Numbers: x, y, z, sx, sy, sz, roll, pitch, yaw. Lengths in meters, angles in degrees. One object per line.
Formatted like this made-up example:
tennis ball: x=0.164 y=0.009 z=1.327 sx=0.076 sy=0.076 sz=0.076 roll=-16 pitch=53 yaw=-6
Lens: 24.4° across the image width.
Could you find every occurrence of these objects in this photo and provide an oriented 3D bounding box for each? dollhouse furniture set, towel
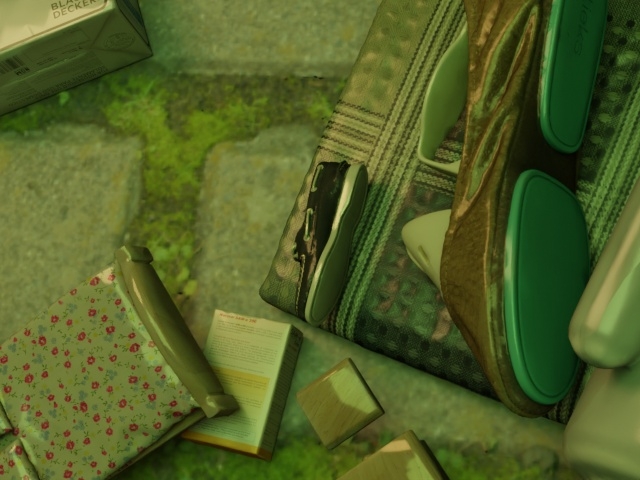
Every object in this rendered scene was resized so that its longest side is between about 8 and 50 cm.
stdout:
dollhouse furniture set: x=-0.135 y=0.105 z=0.984 sx=0.303 sy=0.174 sz=0.355 roll=-36 pitch=77 yaw=12
towel: x=0.150 y=-0.047 z=1.075 sx=0.312 sy=0.056 sz=0.324 roll=20 pitch=81 yaw=23

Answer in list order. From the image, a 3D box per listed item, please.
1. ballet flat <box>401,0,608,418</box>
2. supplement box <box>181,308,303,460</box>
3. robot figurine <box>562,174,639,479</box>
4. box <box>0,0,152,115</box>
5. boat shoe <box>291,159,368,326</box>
ballet flat: x=0.118 y=-0.046 z=1.004 sx=0.124 sy=0.116 sz=0.342 roll=-7 pitch=69 yaw=38
supplement box: x=-0.056 y=0.105 z=1.079 sx=0.062 sy=0.036 sz=0.098 roll=11 pitch=77 yaw=19
robot figurine: x=0.279 y=0.074 z=0.892 sx=0.200 sy=0.300 sz=0.353 roll=8 pitch=68 yaw=60
box: x=-0.259 y=-0.263 z=1.232 sx=0.169 sy=0.087 sz=0.290 roll=-22 pitch=68 yaw=8
boat shoe: x=0.000 y=0.000 z=1.054 sx=0.038 sy=0.046 sz=0.125 roll=9 pitch=73 yaw=21
